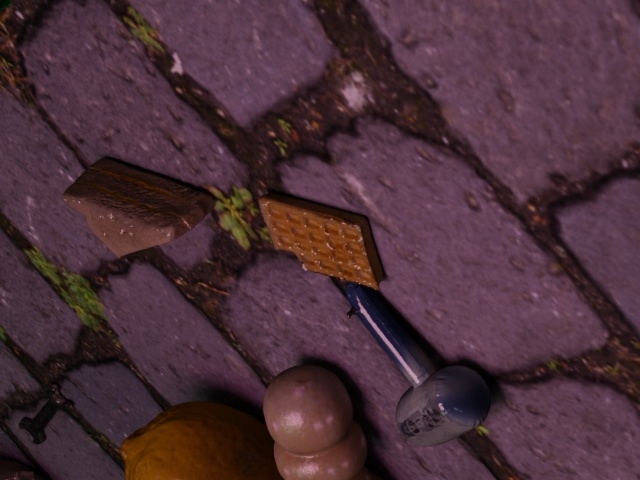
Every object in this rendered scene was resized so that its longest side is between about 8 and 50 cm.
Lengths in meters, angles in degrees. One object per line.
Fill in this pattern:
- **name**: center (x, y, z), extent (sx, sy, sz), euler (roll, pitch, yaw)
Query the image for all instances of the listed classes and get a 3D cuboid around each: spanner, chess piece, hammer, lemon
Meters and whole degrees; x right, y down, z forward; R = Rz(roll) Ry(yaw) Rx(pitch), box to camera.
- **spanner**: center (-0.439, 0.278, 2.297), extent (0.054, 0.015, 0.254), euler (44, 149, 0)
- **chess piece**: center (0.001, 0.259, 1.672), extent (0.143, 0.143, 0.261), euler (13, 133, 40)
- **hammer**: center (0.086, 0.120, 1.474), extent (0.194, 0.069, 0.116), euler (52, 149, 2)
- **lemon**: center (-0.130, 0.309, 1.807), extent (0.260, 0.204, 0.204), euler (32, 149, -5)

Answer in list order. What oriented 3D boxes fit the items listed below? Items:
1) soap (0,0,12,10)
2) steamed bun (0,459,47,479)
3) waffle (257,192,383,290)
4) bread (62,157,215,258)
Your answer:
- **soap**: center (-0.412, -0.349, 1.443), extent (0.273, 0.098, 0.218), euler (36, 154, 17)
- **steamed bun**: center (-0.553, 0.457, 2.513), extent (0.239, 0.170, 0.152), euler (20, 119, 30)
- **waffle**: center (0.000, 0.000, 1.458), extent (0.135, 0.021, 0.092), euler (15, 139, 38)
- **bread**: center (-0.199, -0.046, 1.580), extent (0.105, 0.077, 0.152), euler (52, 147, -15)
